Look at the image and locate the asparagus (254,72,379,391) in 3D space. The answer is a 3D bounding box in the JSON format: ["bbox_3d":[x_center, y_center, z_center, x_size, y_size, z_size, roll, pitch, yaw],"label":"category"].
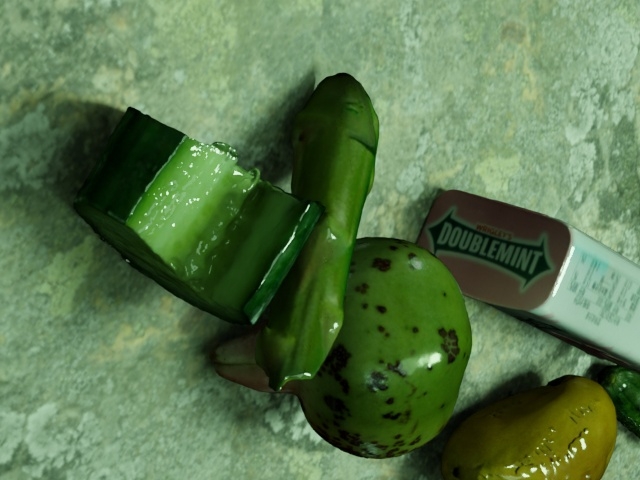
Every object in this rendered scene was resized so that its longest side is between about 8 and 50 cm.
[{"bbox_3d":[-0.002,0.000,1.404,0.085,0.082,0.343,89,9,-56],"label":"asparagus"}]

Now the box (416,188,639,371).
[{"bbox_3d":[0.282,0.062,1.724,0.369,0.190,0.112,27,87,-46],"label":"box"}]

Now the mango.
[{"bbox_3d":[0.242,0.237,1.777,0.248,0.151,0.156,-16,151,-44],"label":"mango"}]

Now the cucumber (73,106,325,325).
[{"bbox_3d":[-0.108,-0.028,1.319,0.191,0.191,0.130,41,74,-45],"label":"cucumber"}]

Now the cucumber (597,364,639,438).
[{"bbox_3d":[0.408,0.214,2.001,0.069,0.069,0.227,-59,140,-10],"label":"cucumber"}]

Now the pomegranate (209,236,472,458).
[{"bbox_3d":[0.018,0.106,1.494,0.247,0.214,0.214,-8,116,-7],"label":"pomegranate"}]
